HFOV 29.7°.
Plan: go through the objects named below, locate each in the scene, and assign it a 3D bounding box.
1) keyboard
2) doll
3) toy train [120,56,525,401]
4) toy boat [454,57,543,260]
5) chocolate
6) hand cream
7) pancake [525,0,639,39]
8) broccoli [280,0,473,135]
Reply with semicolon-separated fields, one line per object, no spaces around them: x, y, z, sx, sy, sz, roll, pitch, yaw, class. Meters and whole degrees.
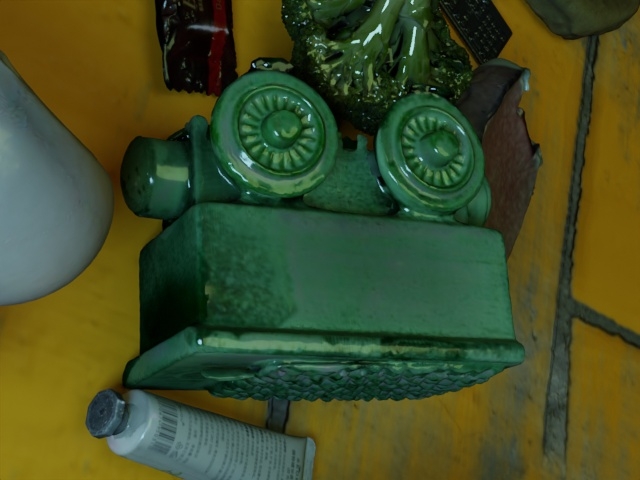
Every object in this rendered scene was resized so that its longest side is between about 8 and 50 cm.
0.110;-0.245;1.086;0.198;0.010;0.063;51;52;-24;keyboard
-0.229;-0.020;0.597;0.251;0.221;0.221;49;47;4;doll
0.000;0.000;0.797;0.266;0.145;0.202;5;72;-27;toy train
0.111;-0.045;0.989;0.227;0.085;0.155;-61;148;-37;toy boat
-0.093;-0.193;0.860;0.086;0.028;0.182;-4;84;-53;chocolate
-0.071;0.139;0.797;0.194;0.042;0.067;30;52;-42;hand cream
0.246;-0.345;1.217;0.294;0.049;0.294;12;73;-41;pancake
0.041;-0.145;0.911;0.162;0.138;0.146;-21;58;-35;broccoli
